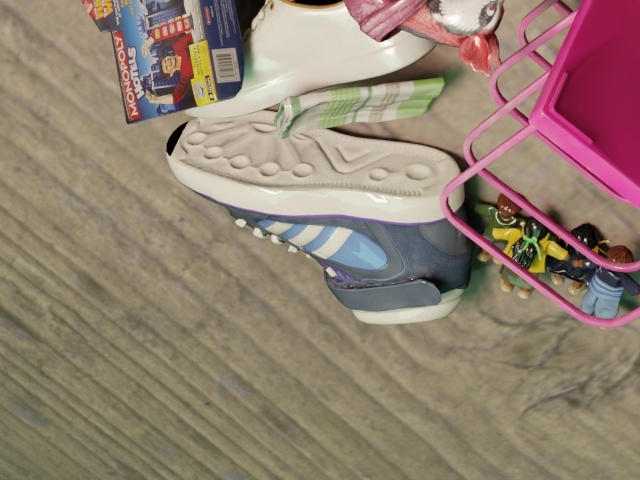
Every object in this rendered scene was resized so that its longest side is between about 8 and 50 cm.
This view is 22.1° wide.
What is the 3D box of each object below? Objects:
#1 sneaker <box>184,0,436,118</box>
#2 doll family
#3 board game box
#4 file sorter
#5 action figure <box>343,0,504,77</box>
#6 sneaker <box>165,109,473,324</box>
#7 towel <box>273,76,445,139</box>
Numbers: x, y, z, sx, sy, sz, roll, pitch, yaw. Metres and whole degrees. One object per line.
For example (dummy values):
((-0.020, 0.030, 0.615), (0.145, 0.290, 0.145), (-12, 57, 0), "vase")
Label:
((-0.031, -0.201, 1.548), (0.290, 0.106, 0.123), (-14, 113, 35), "sneaker")
((0.241, 0.016, 1.648), (0.193, 0.076, 0.111), (18, 138, 5), "doll family")
((-0.152, -0.215, 1.559), (0.194, 0.060, 0.194), (-7, 93, 49), "board game box")
((0.248, -0.105, 1.322), (0.202, 0.291, 0.182), (37, 144, -12), "file sorter")
((0.015, -0.269, 1.261), (0.370, 0.275, 0.248), (57, 171, 7), "action figure")
((0.001, 0.000, 1.719), (0.322, 0.130, 0.236), (9, 135, 14), "sneaker")
((0.035, -0.124, 1.546), (0.152, 0.023, 0.113), (-8, 174, -8), "towel")
